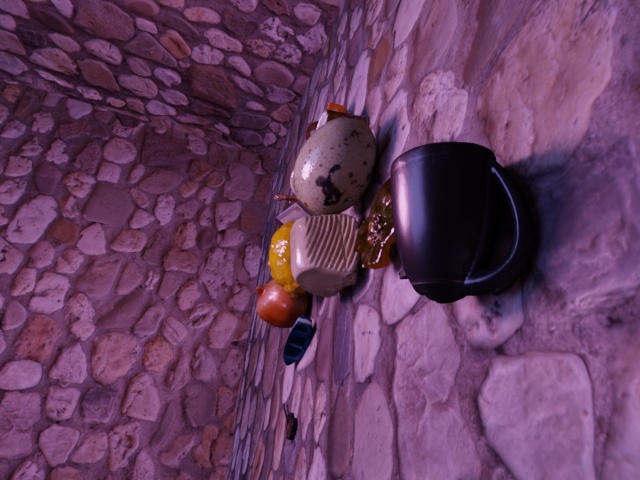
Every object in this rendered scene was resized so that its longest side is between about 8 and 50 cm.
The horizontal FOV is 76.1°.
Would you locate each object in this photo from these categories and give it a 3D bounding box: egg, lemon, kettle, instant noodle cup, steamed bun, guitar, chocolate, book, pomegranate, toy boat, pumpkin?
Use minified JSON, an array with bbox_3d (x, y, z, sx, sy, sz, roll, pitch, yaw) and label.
[{"bbox_3d":[0.056,-0.273,1.516,0.380,0.287,0.288,-59,20,15],"label":"egg"},{"bbox_3d":[-0.097,0.071,1.797,0.285,0.284,0.317,-136,55,-72],"label":"lemon"},{"bbox_3d":[0.264,-0.026,0.791,0.268,0.207,0.291,-11,70,43],"label":"kettle"},{"bbox_3d":[0.081,-0.455,1.772,0.230,0.182,0.231,-165,90,-75],"label":"instant noodle cup"},{"bbox_3d":[0.016,0.072,1.504,0.273,0.273,0.291,98,178,-48],"label":"steamed bun"},{"bbox_3d":[-0.139,0.772,1.784,0.233,0.025,0.088,-150,74,-75],"label":"guitar"},{"bbox_3d":[-0.006,-0.551,2.204,0.176,0.176,0.177,-166,90,-74],"label":"chocolate"},{"bbox_3d":[-0.103,-0.092,1.905,0.231,0.157,0.026,-28,25,50],"label":"book"},{"bbox_3d":[-0.191,0.284,1.929,0.252,0.270,0.229,-40,30,53],"label":"pomegranate"},{"bbox_3d":[-0.106,0.452,1.823,0.062,0.095,0.300,-80,10,-55],"label":"toy boat"},{"bbox_3d":[0.184,-0.030,1.211,0.258,0.095,0.291,-98,30,-61],"label":"pumpkin"}]

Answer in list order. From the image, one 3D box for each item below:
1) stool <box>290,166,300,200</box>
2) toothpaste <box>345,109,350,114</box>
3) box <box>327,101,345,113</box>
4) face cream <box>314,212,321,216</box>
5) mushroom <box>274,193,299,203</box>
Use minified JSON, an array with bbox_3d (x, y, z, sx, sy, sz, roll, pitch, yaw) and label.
[{"bbox_3d":[-0.016,-0.237,1.796,0.195,0.195,0.199,-51,36,10],"label":"stool"},{"bbox_3d":[0.127,-0.541,1.968,0.048,0.031,0.191,145,134,-62],"label":"toothpaste"},{"bbox_3d":[0.045,-0.507,2.018,0.221,0.091,0.274,115,170,-80],"label":"box"},{"bbox_3d":[-0.006,-0.168,2.001,0.163,0.080,0.337,-110,40,-67],"label":"face cream"},{"bbox_3d":[-0.151,-0.233,2.318,0.227,0.217,0.148,127,153,-54],"label":"mushroom"}]
